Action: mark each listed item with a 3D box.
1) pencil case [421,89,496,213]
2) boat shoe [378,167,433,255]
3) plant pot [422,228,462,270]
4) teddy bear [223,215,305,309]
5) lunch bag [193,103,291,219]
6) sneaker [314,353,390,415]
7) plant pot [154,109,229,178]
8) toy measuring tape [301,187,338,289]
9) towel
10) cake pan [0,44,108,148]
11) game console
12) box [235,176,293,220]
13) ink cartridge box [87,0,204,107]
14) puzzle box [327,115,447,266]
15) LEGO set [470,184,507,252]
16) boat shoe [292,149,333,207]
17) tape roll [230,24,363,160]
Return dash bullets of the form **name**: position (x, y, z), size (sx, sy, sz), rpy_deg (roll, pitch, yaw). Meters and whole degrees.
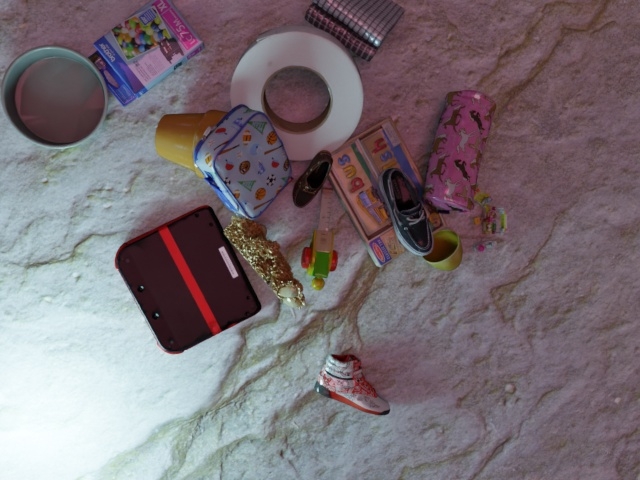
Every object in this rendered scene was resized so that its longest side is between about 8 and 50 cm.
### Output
- **pencil case**: position (0.435, -0.278, 1.647), size (0.160, 0.167, 0.387), rpy_deg (10, 82, 32)
- **boat shoe**: position (0.278, -0.088, 1.633), size (0.108, 0.102, 0.302), rpy_deg (-24, 97, -9)
- **plant pot**: position (0.411, 0.045, 1.719), size (0.134, 0.134, 0.095), rpy_deg (-45, 125, -3)
- **teddy bear**: position (-0.149, 0.060, 1.564), size (0.113, 0.338, 0.245), rpy_deg (-39, 142, -9)
- **lunch bag**: position (-0.216, -0.214, 1.471), size (0.243, 0.114, 0.303), rpy_deg (-51, 144, -15)
- **sneaker**: position (0.127, 0.465, 1.719), size (0.269, 0.090, 0.145), rpy_deg (22, 94, -7)
- **plant pot**: position (-0.370, -0.290, 1.542), size (0.187, 0.205, 0.205), rpy_deg (13, 93, 6)
- **toy measuring tape**: position (0.000, 0.000, 1.675), size (0.121, 0.121, 0.331), rpy_deg (7, 71, -9)
- **towel**: position (0.101, -0.661, 1.549), size (0.235, 0.284, 0.121), rpy_deg (32, 131, -4)
- **cake pan**: position (-0.765, -0.414, 1.533), size (0.292, 0.054, 0.294), rpy_deg (-1, 95, -8)
- **game console**: position (-0.413, 0.129, 1.636), size (0.341, 0.060, 0.387), rpy_deg (-27, 99, -11)
- **box**: position (-0.196, -0.162, 1.647), size (0.114, 0.036, 0.207), rpy_deg (45, 87, -9)
- **ink cartridge box**: position (-0.523, -0.562, 1.556), size (0.311, 0.065, 0.186), rpy_deg (-39, 98, -2)
- **puzzle box**: position (0.201, -0.155, 1.694), size (0.272, 0.052, 0.409), rpy_deg (-31, 98, -7)
- **LEGO set**: position (0.533, -0.105, 1.725), size (0.132, 0.107, 0.287), rpy_deg (-24, 98, -6)
- **boat shoe**: position (-0.028, -0.180, 1.613), size (0.073, 0.073, 0.207), rpy_deg (19, 121, -18)
- **tape roll**: position (-0.068, -0.419, 1.529), size (0.391, 0.072, 0.392), rpy_deg (0, 127, 0)
